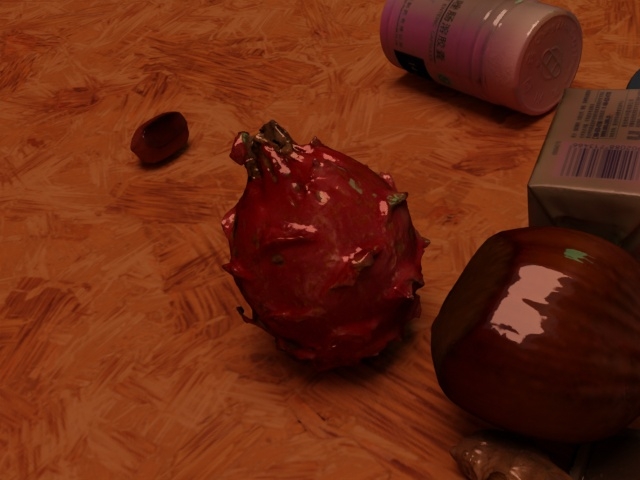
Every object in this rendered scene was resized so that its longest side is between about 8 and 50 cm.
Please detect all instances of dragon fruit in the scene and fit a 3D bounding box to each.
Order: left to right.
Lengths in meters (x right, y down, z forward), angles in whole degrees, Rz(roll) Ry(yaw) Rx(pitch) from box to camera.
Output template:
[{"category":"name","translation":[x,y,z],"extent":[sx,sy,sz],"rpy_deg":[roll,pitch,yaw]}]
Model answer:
[{"category":"dragon fruit","translation":[0.000,0.000,0.985],"extent":[0.205,0.268,0.210],"rpy_deg":[-30,12,-18]}]

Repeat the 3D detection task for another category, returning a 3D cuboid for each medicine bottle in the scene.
[{"category":"medicine bottle","translation":[0.222,-0.281,1.355],"extent":[0.152,0.152,0.254],"rpy_deg":[-34,43,-26]}]

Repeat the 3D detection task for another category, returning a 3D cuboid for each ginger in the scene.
[{"category":"ginger","translation":[0.175,0.207,0.817],"extent":[0.069,0.051,0.173],"rpy_deg":[-15,18,-15]}]

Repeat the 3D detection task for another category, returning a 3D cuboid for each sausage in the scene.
[{"category":"sausage","translation":[-0.229,-0.147,1.380],"extent":[0.094,0.059,0.054],"rpy_deg":[-38,2,-30]}]

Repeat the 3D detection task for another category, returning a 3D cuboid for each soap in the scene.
[{"category":"soap","translation":[0.302,-0.035,1.005],"extent":[0.138,0.182,0.199],"rpy_deg":[6,42,24]}]

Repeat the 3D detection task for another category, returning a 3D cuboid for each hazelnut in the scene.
[{"category":"hazelnut","translation":[0.205,0.093,0.883],"extent":[0.186,0.210,0.210],"rpy_deg":[-35,14,48]}]

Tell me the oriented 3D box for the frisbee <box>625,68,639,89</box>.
[{"category":"frisbee","translation":[0.547,-0.199,1.252],"extent":[0.289,0.049,0.289],"rpy_deg":[-7,39,6]}]

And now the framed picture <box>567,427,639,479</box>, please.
[{"category":"framed picture","translation":[0.283,0.282,0.744],"extent":[0.232,0.024,0.315],"rpy_deg":[9,44,24]}]
